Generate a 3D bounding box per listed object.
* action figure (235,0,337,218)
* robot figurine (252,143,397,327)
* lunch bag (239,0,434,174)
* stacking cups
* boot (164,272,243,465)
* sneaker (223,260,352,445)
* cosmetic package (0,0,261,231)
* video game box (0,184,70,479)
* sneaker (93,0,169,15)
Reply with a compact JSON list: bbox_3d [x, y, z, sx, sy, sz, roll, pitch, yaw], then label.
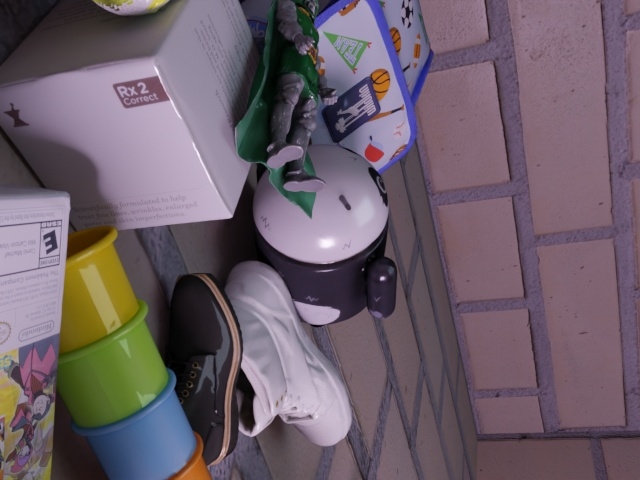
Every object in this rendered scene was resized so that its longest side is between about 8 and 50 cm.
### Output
[{"bbox_3d":[-0.023,-0.153,0.611,0.137,0.064,0.232,55,30,-53],"label":"action figure"},{"bbox_3d":[0.003,0.000,0.859,0.278,0.209,0.173,89,10,-54],"label":"robot figurine"},{"bbox_3d":[0.023,-0.285,1.014,0.385,0.239,0.327,-66,148,-29],"label":"lunch bag"},{"bbox_3d":[-0.148,0.150,0.515,0.096,0.096,0.316,-57,134,-62],"label":"stacking cups"},{"bbox_3d":[-0.136,0.135,0.623,0.137,0.077,0.197,-10,92,-66],"label":"boot"},{"bbox_3d":[-0.058,0.189,0.796,0.292,0.108,0.169,62,28,-26],"label":"sneaker"},{"bbox_3d":[-0.146,-0.124,0.556,0.183,0.151,0.151,-78,155,-43],"label":"cosmetic package"},{"bbox_3d":[-0.197,0.071,0.284,0.205,0.048,0.187,-17,113,-71],"label":"video game box"},{"bbox_3d":[-0.184,-0.265,0.473,0.240,0.091,0.126,47,36,-8],"label":"sneaker"}]
